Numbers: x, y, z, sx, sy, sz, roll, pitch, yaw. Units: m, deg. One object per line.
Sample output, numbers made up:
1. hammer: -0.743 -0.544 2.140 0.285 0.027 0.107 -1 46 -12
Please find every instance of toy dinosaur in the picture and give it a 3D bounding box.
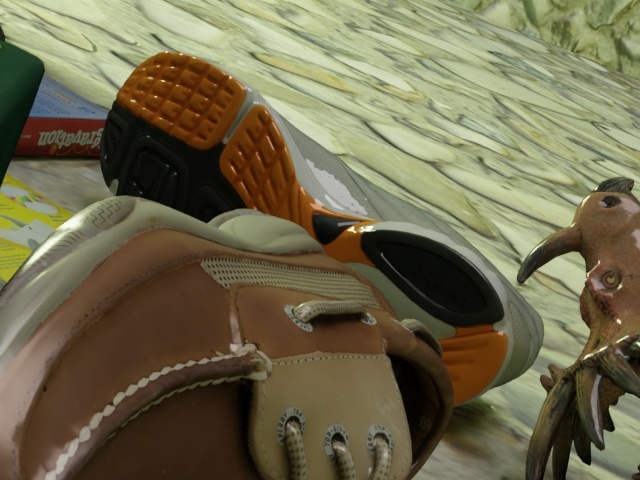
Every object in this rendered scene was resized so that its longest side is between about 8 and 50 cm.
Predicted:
1. toy dinosaur: 0.168 0.107 0.719 0.200 0.127 0.295 15 28 -1

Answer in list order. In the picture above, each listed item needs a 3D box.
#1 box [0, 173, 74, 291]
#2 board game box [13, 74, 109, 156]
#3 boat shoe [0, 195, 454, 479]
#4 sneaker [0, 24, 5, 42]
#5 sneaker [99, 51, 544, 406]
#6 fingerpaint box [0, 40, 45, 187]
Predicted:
1. box: -0.134 0.008 0.714 0.179 0.043 0.105 33 16 23
2. board game box: -0.260 -0.120 1.016 0.281 0.027 0.145 30 13 21
3. boat shoe: -0.026 0.059 0.547 0.116 0.123 0.324 29 16 11
4. sneaker: -0.240 -0.143 1.130 0.083 0.031 0.035 29 -8 -25
5. sneaker: 0.000 0.000 0.903 0.262 0.099 0.121 39 11 24
6. fingerpaint box: -0.298 -0.023 0.283 0.445 0.163 0.371 23 13 -6
